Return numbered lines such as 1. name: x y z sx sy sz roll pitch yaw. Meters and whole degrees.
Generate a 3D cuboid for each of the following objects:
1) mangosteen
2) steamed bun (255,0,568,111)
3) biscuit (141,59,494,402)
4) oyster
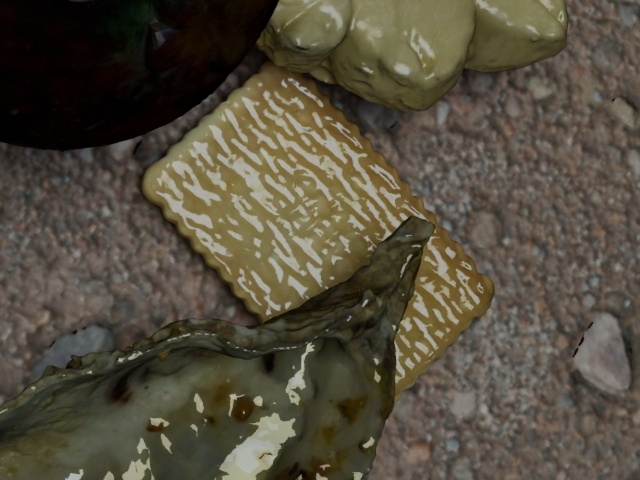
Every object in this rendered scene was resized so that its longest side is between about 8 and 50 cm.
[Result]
1. mangosteen: -0.167 -0.204 1.227 0.311 0.311 0.311 3 81 -17
2. steamed bun: 0.051 -0.221 1.441 0.292 0.137 0.295 29 66 -7
3. biscuit: 0.000 0.000 1.443 0.160 0.030 0.249 -44 96 -19
4. oyster: -0.076 0.138 1.361 0.396 0.111 0.204 -21 110 -10
